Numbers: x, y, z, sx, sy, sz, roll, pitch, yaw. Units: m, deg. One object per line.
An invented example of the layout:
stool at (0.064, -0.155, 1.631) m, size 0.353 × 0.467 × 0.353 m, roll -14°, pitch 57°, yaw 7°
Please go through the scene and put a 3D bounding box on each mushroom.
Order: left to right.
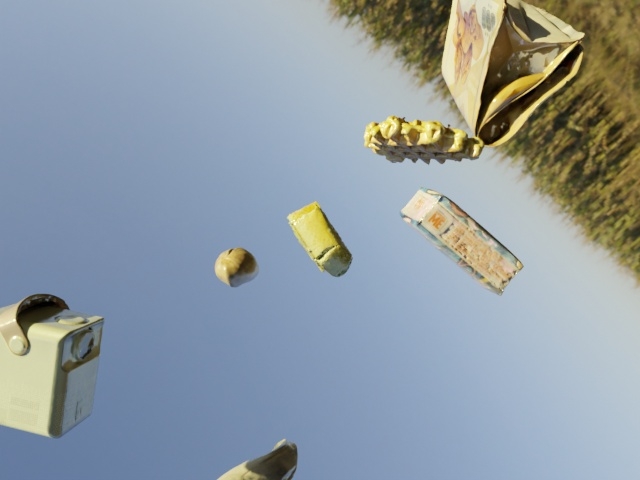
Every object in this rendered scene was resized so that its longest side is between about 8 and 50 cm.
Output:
mushroom at (-0.184, 0.574, 1.397) m, size 0.351 × 0.097 × 0.109 m, roll -23°, pitch -71°, yaw -40°

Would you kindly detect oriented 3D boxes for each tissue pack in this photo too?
tissue pack at (0.193, -0.003, 0.844) m, size 0.155 × 0.065 × 0.115 m, roll 40°, pitch -175°, yaw -11°

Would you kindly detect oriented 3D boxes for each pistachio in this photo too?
pistachio at (-0.251, 0.085, 1.843) m, size 0.124 × 0.124 × 0.185 m, roll 51°, pitch -173°, yaw 21°

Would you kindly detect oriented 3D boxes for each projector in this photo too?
projector at (-0.524, 0.225, 1.143) m, size 0.178 × 0.242 × 0.163 m, roll 9°, pitch -175°, yaw 7°

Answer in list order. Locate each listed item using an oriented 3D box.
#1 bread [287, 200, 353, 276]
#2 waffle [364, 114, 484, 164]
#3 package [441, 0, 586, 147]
bread at (0.000, 0.000, 1.939) m, size 0.257 × 0.124 × 0.186 m, roll 55°, pitch -179°, yaw 11°
waffle at (0.150, -0.150, 0.948) m, size 0.161 × 0.046 × 0.192 m, roll 15°, pitch 175°, yaw -7°
package at (0.317, -0.311, 1.010) m, size 0.165 × 0.221 × 0.311 m, roll 3°, pitch -149°, yaw -1°
